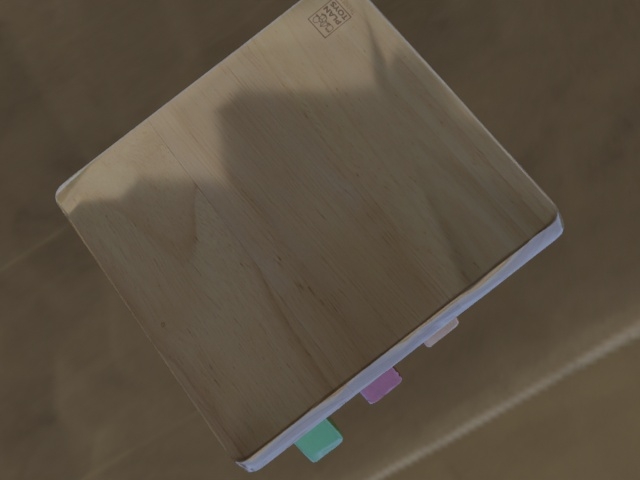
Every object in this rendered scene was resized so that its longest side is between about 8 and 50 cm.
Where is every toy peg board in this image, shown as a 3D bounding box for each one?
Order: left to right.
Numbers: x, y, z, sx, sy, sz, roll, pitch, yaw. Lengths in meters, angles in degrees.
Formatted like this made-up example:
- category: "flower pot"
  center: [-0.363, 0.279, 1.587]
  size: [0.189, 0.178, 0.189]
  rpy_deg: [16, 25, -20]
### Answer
- category: "toy peg board"
  center: [0.000, 0.000, 0.751]
  size: [0.161, 0.079, 0.161]
  rpy_deg: [-38, -120, -1]
